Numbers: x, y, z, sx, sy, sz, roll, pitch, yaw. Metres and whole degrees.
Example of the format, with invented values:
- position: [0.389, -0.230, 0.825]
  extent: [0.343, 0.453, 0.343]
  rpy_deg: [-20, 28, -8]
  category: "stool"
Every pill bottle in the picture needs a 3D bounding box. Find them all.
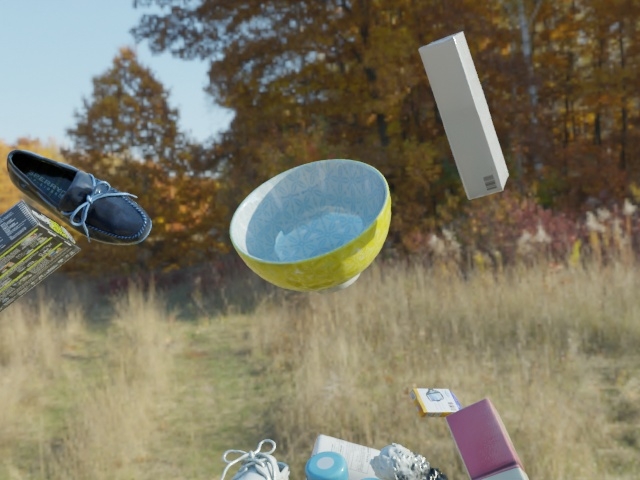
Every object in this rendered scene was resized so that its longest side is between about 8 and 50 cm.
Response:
- position: [0.088, 0.547, 1.898]
  extent: [0.229, 0.131, 0.131]
  rpy_deg: [16, 0, 0]
  category: "pill bottle"

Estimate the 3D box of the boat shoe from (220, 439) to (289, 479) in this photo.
- position: [-0.137, 0.504, 1.729]
  extent: [0.136, 0.156, 0.367]
  rpy_deg: [-1, -14, 17]
  category: "boat shoe"

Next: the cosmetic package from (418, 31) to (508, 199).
- position: [0.219, -0.190, 1.229]
  extent: [0.060, 0.239, 0.099]
  rpy_deg: [-15, 12, 24]
  category: "cosmetic package"

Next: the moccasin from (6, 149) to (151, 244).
- position: [-0.534, -0.088, 1.749]
  extent: [0.342, 0.137, 0.117]
  rpy_deg: [22, -17, 2]
  category: "moccasin"

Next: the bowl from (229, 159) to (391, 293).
- position: [0.000, 0.000, 1.436]
  extent: [0.289, 0.156, 0.289]
  rpy_deg: [-14, 37, 10]
  category: "bowl"

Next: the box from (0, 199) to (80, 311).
- position: [-0.590, 0.056, 1.466]
  extent: [0.270, 0.060, 0.216]
  rpy_deg: [-39, -12, -5]
  category: "box"

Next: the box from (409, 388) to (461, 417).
- position: [0.317, 0.443, 2.207]
  extent: [0.136, 0.028, 0.081]
  rpy_deg: [8, 38, -29]
  category: "box"

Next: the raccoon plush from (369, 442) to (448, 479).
- position: [0.217, 0.591, 1.350]
  extent: [0.216, 0.446, 0.299]
  rpy_deg: [-49, 3, 12]
  category: "raccoon plush"

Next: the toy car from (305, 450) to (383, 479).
- position: [-0.001, 0.518, 1.332]
  extent: [0.238, 0.219, 0.210]
  rpy_deg: [-27, 30, -33]
  category: "toy car"

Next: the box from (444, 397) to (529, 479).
- position: [0.427, 0.543, 2.048]
  extent: [0.127, 0.232, 0.148]
  rpy_deg: [-27, -36, 9]
  category: "box"
